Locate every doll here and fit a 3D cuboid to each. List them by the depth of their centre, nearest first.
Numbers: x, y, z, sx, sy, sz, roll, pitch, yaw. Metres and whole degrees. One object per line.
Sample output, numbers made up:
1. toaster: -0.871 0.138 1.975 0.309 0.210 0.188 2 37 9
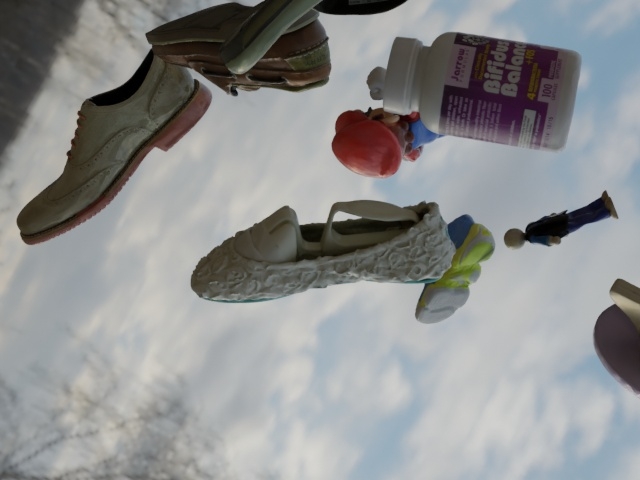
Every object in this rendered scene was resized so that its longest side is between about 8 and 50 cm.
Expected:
1. doll: 0.397 -0.027 2.125 0.189 0.046 0.129 -21 -163 10

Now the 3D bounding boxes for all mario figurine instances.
1. mario figurine: 0.140 -0.227 2.298 0.320 0.198 0.170 -26 -167 -33

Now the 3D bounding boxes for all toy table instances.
1. toy table: 0.576 0.161 2.032 0.161 0.274 0.252 84 26 -61

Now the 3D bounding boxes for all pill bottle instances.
1. pill bottle: 0.259 -0.246 2.061 0.169 0.301 0.169 10 90 -82

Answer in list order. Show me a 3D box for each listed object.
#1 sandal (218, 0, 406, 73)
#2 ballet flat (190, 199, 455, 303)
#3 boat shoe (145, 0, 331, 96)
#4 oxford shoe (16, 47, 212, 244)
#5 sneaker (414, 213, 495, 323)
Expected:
1. sandal: 0.036 -0.243 1.201 0.303 0.086 0.120 -41 -175 -9
2. ballet flat: 0.000 0.000 1.943 0.147 0.409 0.147 174 -90 -90
3. boat shoe: -0.104 -0.217 1.492 0.111 0.104 0.307 -32 -157 -27
4. oxford shoe: -0.369 -0.159 2.099 0.397 0.146 0.140 -44 -150 -3
5. sneaker: 0.252 0.050 2.508 0.240 0.091 0.126 -54 -142 26
